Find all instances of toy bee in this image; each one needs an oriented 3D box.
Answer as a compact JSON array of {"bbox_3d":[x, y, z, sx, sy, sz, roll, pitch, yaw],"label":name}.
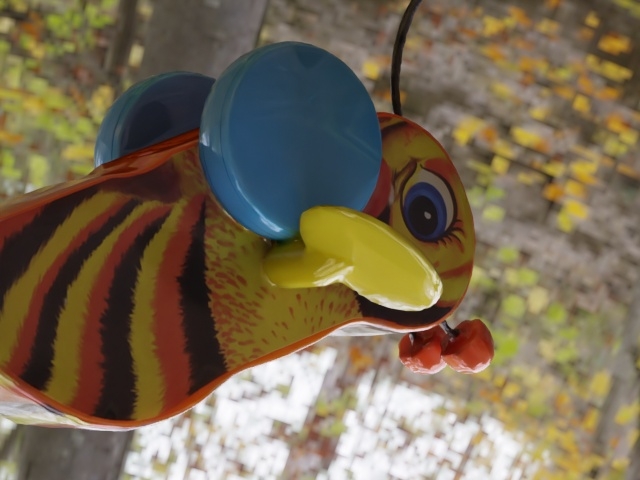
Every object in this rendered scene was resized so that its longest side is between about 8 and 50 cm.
[{"bbox_3d":[0.000,0.000,0.696,0.298,0.162,0.195,-31,-166,-12],"label":"toy bee"}]
